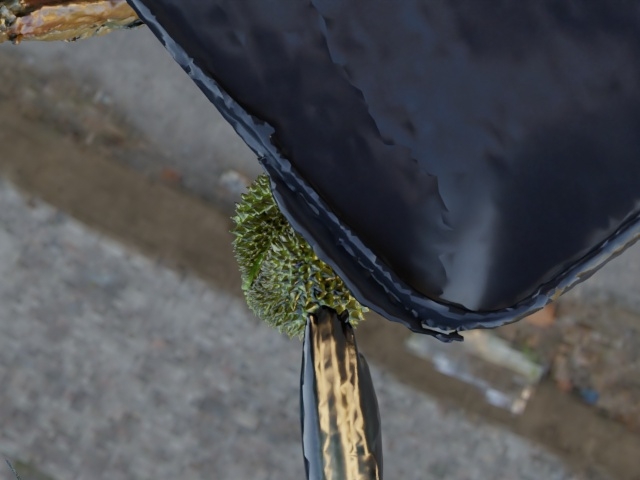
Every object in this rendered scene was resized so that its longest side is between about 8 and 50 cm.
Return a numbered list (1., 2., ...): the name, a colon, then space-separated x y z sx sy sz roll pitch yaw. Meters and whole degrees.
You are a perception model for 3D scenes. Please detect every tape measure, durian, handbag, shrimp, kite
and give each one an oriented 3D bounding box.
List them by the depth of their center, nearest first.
1. tape measure: 0.019 0.211 0.484 0.097 0.215 0.351 1 104 -2
2. handbag: 0.039 -0.170 0.529 0.269 0.118 0.326 -39 91 17
3. shrimp: -0.143 -0.133 1.009 0.091 0.184 0.043 -2 97 37
4. kite: -0.246 0.222 1.550 0.090 0.004 0.122 49 164 27
5. durian: -0.004 -0.002 1.728 0.159 0.146 0.198 29 119 50
